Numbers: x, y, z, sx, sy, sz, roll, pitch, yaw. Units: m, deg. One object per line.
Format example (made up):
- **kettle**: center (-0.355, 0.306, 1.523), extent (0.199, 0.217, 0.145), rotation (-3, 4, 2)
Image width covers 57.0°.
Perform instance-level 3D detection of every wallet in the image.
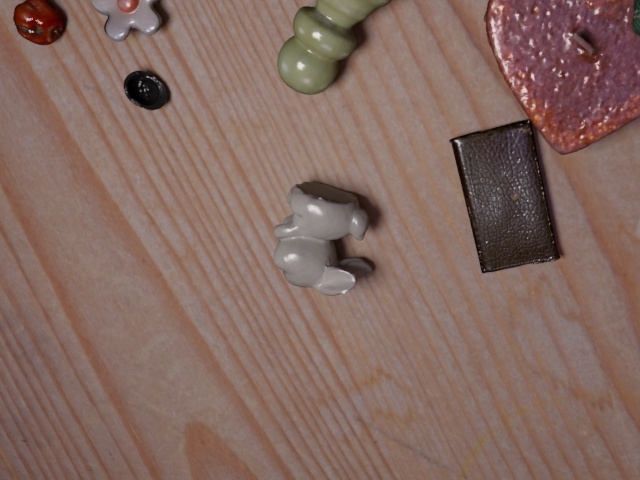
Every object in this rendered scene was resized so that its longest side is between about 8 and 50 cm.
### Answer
- **wallet**: center (0.311, -0.071, 0.995), extent (0.132, 0.039, 0.243), rotation (-14, 102, 15)

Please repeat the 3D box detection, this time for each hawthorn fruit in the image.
- **hawthorn fruit**: center (-0.538, -0.420, 1.135), extent (0.093, 0.093, 0.093), rotation (5, 108, 16)

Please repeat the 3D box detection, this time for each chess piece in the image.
- **chess piece**: center (0.019, -0.352, 0.954), extent (0.144, 0.144, 0.251), rotation (36, 120, 5)

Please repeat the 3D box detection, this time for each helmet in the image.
- **helmet**: center (-0.337, -0.283, 1.130), extent (0.084, 0.049, 0.065), rotation (35, 80, -22)

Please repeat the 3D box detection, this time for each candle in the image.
- **candle**: center (0.384, -0.268, 0.861), extent (0.316, 0.131, 0.287), rotation (17, 114, 13)

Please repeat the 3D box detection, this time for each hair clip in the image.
- **hair clip**: center (-0.318, -0.479, 1.055), extent (0.146, 0.075, 0.257), rotation (31, 109, 12)

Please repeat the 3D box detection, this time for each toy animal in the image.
- **toy animal**: center (0.006, -0.003, 1.067), extent (0.178, 0.127, 0.193), rotation (9, 107, 13)

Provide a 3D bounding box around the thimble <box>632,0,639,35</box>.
- **thimble**: center (0.451, -0.295, 0.712), extent (0.135, 0.118, 0.090), rotation (-8, 104, -14)
